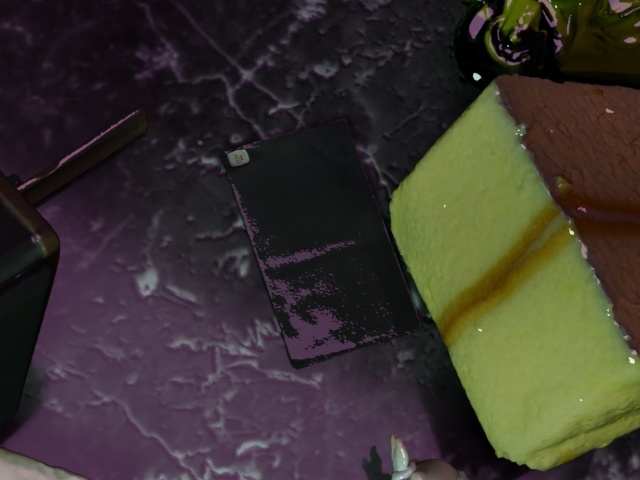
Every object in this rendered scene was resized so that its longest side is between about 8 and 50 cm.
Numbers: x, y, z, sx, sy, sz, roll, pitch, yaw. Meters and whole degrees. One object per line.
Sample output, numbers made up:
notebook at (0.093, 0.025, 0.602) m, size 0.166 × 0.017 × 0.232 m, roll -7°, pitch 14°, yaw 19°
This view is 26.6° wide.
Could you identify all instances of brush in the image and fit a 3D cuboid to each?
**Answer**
brush at (-0.219, -0.052, 1.067) m, size 0.190 × 0.034 × 0.027 m, roll -36°, pitch 67°, yaw -18°

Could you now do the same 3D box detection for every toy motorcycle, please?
toy motorcycle at (0.282, -0.218, 1.174) m, size 0.342 × 0.142 × 0.206 m, roll 2°, pitch 91°, yaw -7°

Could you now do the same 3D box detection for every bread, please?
bread at (0.213, 0.025, 1.082) m, size 0.236 × 0.198 × 0.263 m, roll -7°, pitch 65°, yaw -39°

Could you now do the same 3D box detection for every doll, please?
doll at (0.082, 0.209, 1.036) m, size 0.084 × 0.073 × 0.127 m, roll -40°, pitch 86°, yaw 12°

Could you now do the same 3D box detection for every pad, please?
pad at (0.000, 0.000, 1.112) m, size 0.116 × 0.004 × 0.193 m, roll -17°, pitch 78°, yaw -16°

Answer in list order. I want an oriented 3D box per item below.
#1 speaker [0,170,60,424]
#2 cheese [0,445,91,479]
speaker at (-0.293, 0.038, 0.895) m, size 0.192 × 0.231 × 0.153 m, roll 44°, pitch 55°, yaw 11°
cheese at (-0.343, 0.148, 0.980) m, size 0.400 × 0.034 × 0.085 m, roll 22°, pitch 66°, yaw -6°
